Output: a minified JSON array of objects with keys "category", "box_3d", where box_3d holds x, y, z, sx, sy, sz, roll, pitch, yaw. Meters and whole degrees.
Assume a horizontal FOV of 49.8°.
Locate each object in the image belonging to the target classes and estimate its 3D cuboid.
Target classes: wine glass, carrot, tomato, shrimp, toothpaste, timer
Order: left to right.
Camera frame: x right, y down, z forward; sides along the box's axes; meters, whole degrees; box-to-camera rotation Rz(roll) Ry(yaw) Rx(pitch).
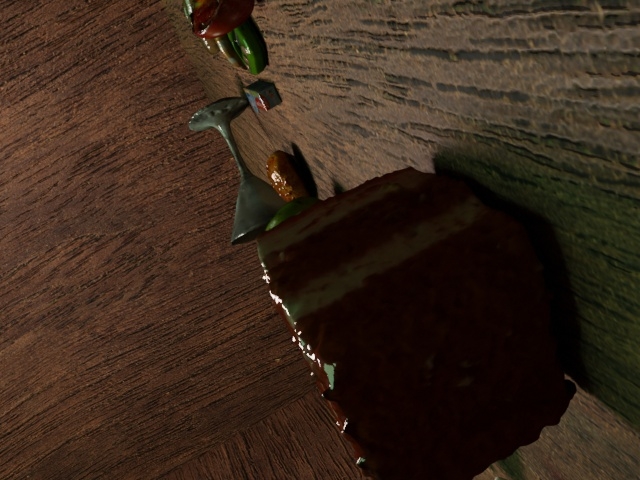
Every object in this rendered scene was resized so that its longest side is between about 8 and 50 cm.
[{"category":"carrot","box_3d":[-0.348,-0.662,1.860,0.070,0.070,0.342,52,167,51]},{"category":"tomato","box_3d":[-0.179,-0.447,1.307,0.091,0.159,0.139,20,159,-36]},{"category":"shrimp","box_3d":[-0.209,-0.486,1.631,0.166,0.049,0.161,32,-138,-60]},{"category":"wine glass","box_3d":[-0.233,-0.212,2.091,0.406,0.267,0.267,64,173,6]},{"category":"timer","box_3d":[-0.163,-0.437,1.508,0.128,0.047,0.140,58,172,11]},{"category":"toothpaste","box_3d":[-0.139,-0.347,1.686,0.070,0.044,0.193,62,173,-21]}]

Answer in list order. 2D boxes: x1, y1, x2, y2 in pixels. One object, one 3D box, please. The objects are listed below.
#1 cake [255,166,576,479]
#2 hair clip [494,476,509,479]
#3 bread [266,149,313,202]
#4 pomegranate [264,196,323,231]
[{"category":"cake","box_3d":[0.099,0.089,0.819,0.319,0.270,0.269,50,167,57]},{"category":"hair clip","box_3d":[0.389,0.488,1.039,0.282,0.113,0.172,-119,6,-51]},{"category":"bread","box_3d":[-0.079,-0.149,1.842,0.269,0.095,0.139,71,176,-71]},{"category":"pomegranate","box_3d":[0.000,0.000,1.516,0.236,0.236,0.302,60,142,8]}]
